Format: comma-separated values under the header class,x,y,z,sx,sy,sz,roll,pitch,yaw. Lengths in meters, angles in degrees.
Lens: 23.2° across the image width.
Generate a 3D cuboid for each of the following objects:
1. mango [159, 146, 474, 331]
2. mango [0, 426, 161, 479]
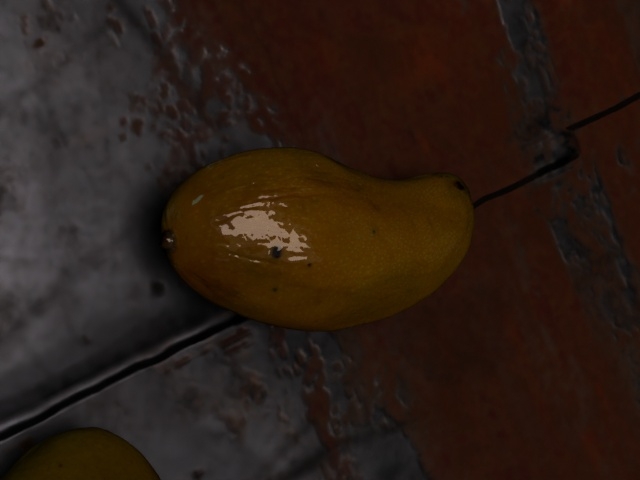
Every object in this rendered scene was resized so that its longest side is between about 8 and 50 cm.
class,x,y,z,sx,sy,sz,roll,pitch,yaw
mango,0.000,0.000,0.837,0.190,0.075,0.098,2,93,-32
mango,-0.132,0.185,0.754,0.137,0.098,0.195,19,75,-19
